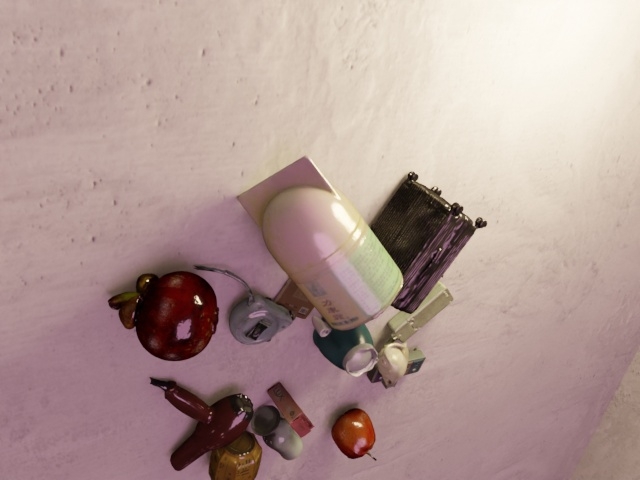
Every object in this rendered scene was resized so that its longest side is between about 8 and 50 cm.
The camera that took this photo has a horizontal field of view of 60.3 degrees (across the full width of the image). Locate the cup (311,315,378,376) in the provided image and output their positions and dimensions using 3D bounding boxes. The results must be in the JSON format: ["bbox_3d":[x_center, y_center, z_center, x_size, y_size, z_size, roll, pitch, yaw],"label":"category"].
[{"bbox_3d":[0.086,0.317,1.678,0.167,0.173,0.299,-49,131,5],"label":"cup"}]

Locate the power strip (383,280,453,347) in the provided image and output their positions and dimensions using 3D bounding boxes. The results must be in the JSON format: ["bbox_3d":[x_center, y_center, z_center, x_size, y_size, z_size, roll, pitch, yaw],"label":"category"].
[{"bbox_3d":[0.318,0.258,1.859,0.288,0.053,0.093,-39,134,-2],"label":"power strip"}]

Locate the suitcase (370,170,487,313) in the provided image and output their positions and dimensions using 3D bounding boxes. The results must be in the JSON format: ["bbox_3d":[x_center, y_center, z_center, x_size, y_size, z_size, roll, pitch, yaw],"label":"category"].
[{"bbox_3d":[0.258,0.011,1.538,0.152,0.229,0.335,24,106,-40],"label":"suitcase"}]

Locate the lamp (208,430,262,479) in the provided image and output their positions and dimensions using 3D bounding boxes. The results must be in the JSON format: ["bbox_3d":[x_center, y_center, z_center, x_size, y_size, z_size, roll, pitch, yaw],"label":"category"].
[{"bbox_3d":[-0.269,0.697,1.734,0.161,0.161,0.185,0,120,-31],"label":"lamp"}]

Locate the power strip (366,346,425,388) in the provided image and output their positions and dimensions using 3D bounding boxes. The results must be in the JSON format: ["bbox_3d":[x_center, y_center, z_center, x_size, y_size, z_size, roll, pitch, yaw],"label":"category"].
[{"bbox_3d":[0.259,0.463,1.965,0.215,0.061,0.145,-4,129,-28],"label":"power strip"}]

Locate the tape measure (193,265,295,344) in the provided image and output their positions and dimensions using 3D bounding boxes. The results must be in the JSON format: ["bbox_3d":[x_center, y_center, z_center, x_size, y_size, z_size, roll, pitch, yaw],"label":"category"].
[{"bbox_3d":[-0.224,0.182,1.458,0.164,0.084,0.330,-48,131,10],"label":"tape measure"}]

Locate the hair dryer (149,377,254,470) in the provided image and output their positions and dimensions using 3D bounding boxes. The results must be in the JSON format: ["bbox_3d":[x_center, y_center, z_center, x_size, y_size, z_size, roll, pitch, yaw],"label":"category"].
[{"bbox_3d":[-0.395,0.507,1.585,0.312,0.123,0.340,-38,122,10],"label":"hair dryer"}]

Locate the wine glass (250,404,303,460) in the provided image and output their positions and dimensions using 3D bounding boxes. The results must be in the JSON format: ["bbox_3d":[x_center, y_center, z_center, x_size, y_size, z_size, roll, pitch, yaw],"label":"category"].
[{"bbox_3d":[-0.137,0.636,1.806,0.103,0.103,0.231,-34,136,-7],"label":"wine glass"}]

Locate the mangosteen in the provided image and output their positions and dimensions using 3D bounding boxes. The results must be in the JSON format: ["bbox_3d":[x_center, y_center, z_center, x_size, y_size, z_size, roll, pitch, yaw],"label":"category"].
[{"bbox_3d":[-0.371,0.172,1.304,0.257,0.215,0.215,11,118,-1],"label":"mangosteen"}]

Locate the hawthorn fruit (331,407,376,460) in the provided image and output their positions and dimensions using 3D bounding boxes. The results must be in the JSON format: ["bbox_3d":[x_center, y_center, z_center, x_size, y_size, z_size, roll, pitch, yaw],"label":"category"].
[{"bbox_3d":[0.132,0.701,1.952,0.157,0.194,0.157,-35,164,-11],"label":"hawthorn fruit"}]

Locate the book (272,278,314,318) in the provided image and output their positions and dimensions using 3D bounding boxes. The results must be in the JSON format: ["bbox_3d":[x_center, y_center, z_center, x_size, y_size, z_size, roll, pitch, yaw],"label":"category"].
[{"bbox_3d":[-0.039,0.133,1.584,0.138,0.016,0.199,26,105,-40],"label":"book"}]

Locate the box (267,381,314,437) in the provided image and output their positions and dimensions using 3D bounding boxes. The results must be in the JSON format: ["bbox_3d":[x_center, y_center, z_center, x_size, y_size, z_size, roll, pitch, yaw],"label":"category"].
[{"bbox_3d":[-0.094,0.530,1.725,0.060,0.156,0.111,-38,134,-13],"label":"box"}]

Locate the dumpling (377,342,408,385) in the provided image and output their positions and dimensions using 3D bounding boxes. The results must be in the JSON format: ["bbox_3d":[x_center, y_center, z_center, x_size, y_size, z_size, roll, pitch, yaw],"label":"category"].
[{"bbox_3d":[0.254,0.394,1.832,0.134,0.100,0.169,-33,110,-30],"label":"dumpling"}]

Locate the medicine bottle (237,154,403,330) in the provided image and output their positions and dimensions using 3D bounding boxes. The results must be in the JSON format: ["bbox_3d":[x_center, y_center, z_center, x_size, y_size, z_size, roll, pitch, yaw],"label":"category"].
[{"bbox_3d":[0.000,0.000,1.351,0.235,0.236,0.406,-39,111,-3],"label":"medicine bottle"}]
